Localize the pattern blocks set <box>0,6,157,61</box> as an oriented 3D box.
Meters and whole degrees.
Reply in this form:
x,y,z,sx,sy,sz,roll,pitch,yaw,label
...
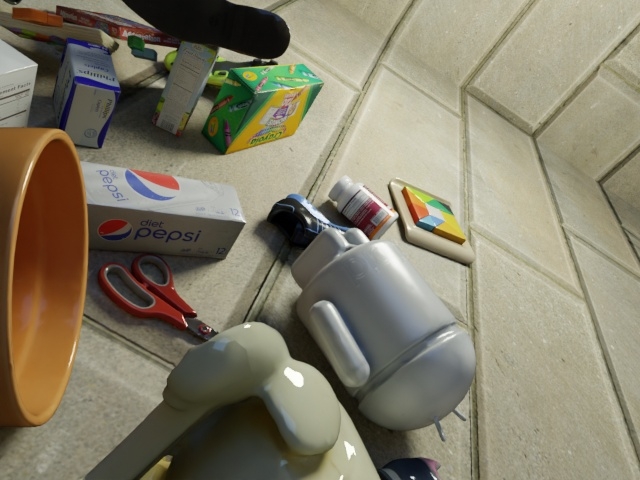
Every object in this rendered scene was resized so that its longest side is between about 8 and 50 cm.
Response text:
x,y,z,sx,sy,sz,roll,pitch,yaw,label
-0.480,-0.378,0.902,0.325,0.026,0.285,8,10,-2,pattern blocks set

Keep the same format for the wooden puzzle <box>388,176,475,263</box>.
x,y,z,sx,sy,sz,roll,pitch,yaw,label
0.297,-0.061,1.298,0.221,0.044,0.238,20,39,-22,wooden puzzle

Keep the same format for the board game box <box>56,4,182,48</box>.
x,y,z,sx,sy,sz,roll,pitch,yaw,label
-0.436,-0.462,1.058,0.281,0.027,0.145,29,29,33,board game box

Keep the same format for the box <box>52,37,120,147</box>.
x,y,z,sx,sy,sz,roll,pitch,yaw,label
-0.411,-0.255,0.852,0.072,0.126,0.137,4,47,-39,box

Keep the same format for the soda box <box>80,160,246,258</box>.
x,y,z,sx,sy,sz,roll,pitch,yaw,label
-0.268,-0.043,0.759,0.286,0.098,0.091,6,45,-35,soda box

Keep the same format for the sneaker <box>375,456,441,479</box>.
x,y,z,sx,sy,sz,roll,pitch,yaw,label
0.177,0.419,0.597,0.131,0.112,0.319,-1,51,-37,sneaker

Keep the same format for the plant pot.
x,y,z,sx,sy,sz,roll,pitch,yaw,label
-0.359,0.029,0.469,0.203,0.291,0.291,3,45,-16,plant pot

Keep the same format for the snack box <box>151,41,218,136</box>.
x,y,z,sx,sy,sz,roll,pitch,yaw,label
-0.265,-0.346,1.008,0.070,0.207,0.174,23,38,-17,snack box

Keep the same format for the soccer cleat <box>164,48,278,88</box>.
x,y,z,sx,sy,sz,roll,pitch,yaw,label
-0.234,-0.397,1.203,0.289,0.121,0.093,6,68,-10,soccer cleat

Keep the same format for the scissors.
x,y,z,sx,sy,sz,roll,pitch,yaw,label
-0.190,0.126,0.704,0.297,0.021,0.109,43,33,7,scissors

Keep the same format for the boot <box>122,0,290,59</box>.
x,y,z,sx,sy,sz,roll,pitch,yaw,label
-0.211,-0.401,0.882,0.305,0.112,0.115,17,12,-19,boot

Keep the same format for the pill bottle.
x,y,z,sx,sy,sz,roll,pitch,yaw,label
0.094,-0.075,1.107,0.152,0.086,0.086,42,36,8,pill bottle

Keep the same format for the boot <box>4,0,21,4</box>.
x,y,z,sx,sy,sz,roll,pitch,yaw,label
-0.707,-0.547,0.923,0.161,0.083,0.246,44,20,24,boot

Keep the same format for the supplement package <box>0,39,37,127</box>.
x,y,z,sx,sy,sz,roll,pitch,yaw,label
-0.582,-0.236,0.673,0.262,0.145,0.204,35,36,-3,supplement package

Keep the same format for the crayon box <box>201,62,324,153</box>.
x,y,z,sx,sy,sz,roll,pitch,yaw,label
-0.125,-0.306,1.117,0.081,0.165,0.278,44,36,9,crayon box

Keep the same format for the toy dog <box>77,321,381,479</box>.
x,y,z,sx,sy,sz,roll,pitch,yaw,label
-0.011,0.332,0.450,0.408,0.284,0.395,50,1,20,toy dog

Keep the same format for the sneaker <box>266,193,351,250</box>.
x,y,z,sx,sy,sz,roll,pitch,yaw,label
0.000,0.000,0.957,0.232,0.081,0.090,34,38,8,sneaker

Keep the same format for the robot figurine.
x,y,z,sx,sy,sz,roll,pitch,yaw,label
0.098,0.141,0.768,0.300,0.200,0.353,-6,53,-51,robot figurine
